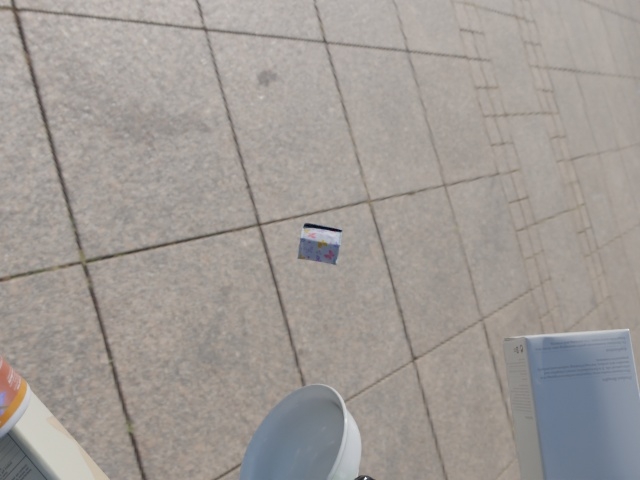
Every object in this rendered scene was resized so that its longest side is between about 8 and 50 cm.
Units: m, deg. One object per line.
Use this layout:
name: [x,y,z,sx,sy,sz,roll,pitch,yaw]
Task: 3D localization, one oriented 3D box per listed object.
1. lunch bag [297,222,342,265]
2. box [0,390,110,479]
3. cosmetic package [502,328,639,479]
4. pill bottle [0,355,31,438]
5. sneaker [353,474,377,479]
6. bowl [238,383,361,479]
lunch bag: [0.000,0.000,1.202,0.083,0.071,0.053,-75,175,-66]
box: [-0.373,0.346,0.931,0.311,0.148,0.121,42,-3,18]
cosmetic package: [0.498,0.371,1.366,0.156,0.217,0.384,104,-17,-80]
pill bottle: [-0.453,0.144,0.820,0.216,0.121,0.121,59,39,-28]
sneaker: [0.227,0.534,1.146,0.185,0.483,0.202,-50,145,-44]
bowl: [-0.017,0.452,1.426,0.134,0.298,0.297,40,48,-27]
